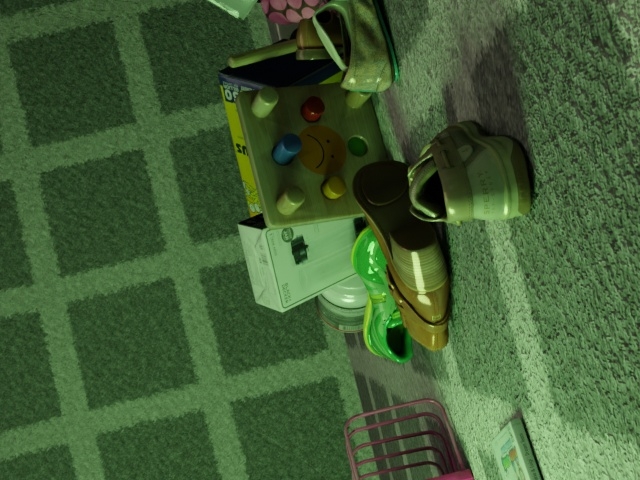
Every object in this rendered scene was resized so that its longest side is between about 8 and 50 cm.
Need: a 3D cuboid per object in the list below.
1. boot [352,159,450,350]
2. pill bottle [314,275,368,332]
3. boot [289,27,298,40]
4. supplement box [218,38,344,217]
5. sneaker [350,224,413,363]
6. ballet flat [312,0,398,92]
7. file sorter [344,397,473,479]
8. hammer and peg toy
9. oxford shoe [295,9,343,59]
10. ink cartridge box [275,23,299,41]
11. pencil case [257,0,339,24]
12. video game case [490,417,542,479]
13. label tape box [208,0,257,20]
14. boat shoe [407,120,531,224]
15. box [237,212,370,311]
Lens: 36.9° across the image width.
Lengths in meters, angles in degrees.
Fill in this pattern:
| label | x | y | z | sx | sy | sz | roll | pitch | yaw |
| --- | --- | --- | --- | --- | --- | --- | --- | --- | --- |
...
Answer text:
| label | x | y | z | sx | sy | sz | roll | pitch | yaw |
| --- | --- | --- | --- | --- | --- | --- | --- | --- | --- |
| boot | 0.137 | 0.018 | 1.511 | 0.283 | 0.109 | 0.220 | -121 | 12 | -50 |
| pill bottle | 0.065 | 0.085 | 2.068 | 0.283 | 0.161 | 0.161 | 88 | 167 | -68 |
| boot | -0.003 | -0.322 | 2.150 | 0.229 | 0.091 | 0.263 | 88 | 166 | -64 |
| supplement box | -0.047 | -0.201 | 1.966 | 0.194 | 0.195 | 0.356 | 22 | 135 | 40 |
| sneaker | 0.136 | 0.098 | 1.784 | 0.123 | 0.109 | 0.295 | 32 | 139 | 52 |
| ballet flat | 0.033 | -0.376 | 1.459 | 0.107 | 0.106 | 0.316 | 116 | 141 | -81 |
| file sorter | 0.156 | 0.447 | 1.790 | 0.290 | 0.202 | 0.182 | 82 | 174 | -52 |
| hammer and peg toy | -0.024 | -0.204 | 1.695 | 0.127 | 0.266 | 0.361 | 139 | 119 | -63 |
| oxford shoe | 0.024 | -0.340 | 1.564 | 0.212 | 0.076 | 0.076 | -32 | -59 | -63 |
| ink cartridge box | -0.044 | -0.453 | 2.199 | 0.056 | 0.099 | 0.135 | -116 | 14 | -74 |
| pencil case | -0.024 | -0.428 | 1.656 | 0.209 | 0.095 | 0.098 | 10 | 112 | 52 |
| video game case | 0.263 | 0.316 | 1.248 | 0.157 | 0.019 | 0.143 | 89 | 166 | -68 |
| label tape box | -0.076 | -0.571 | 1.612 | 0.333 | 0.106 | 0.240 | -46 | 27 | 37 |
| boat shoe | 0.143 | -0.070 | 1.075 | 0.302 | 0.098 | 0.109 | -128 | 25 | -79 |
| box | 0.000 | 0.000 | 1.804 | 0.087 | 0.290 | 0.169 | 14 | 122 | 52 |
